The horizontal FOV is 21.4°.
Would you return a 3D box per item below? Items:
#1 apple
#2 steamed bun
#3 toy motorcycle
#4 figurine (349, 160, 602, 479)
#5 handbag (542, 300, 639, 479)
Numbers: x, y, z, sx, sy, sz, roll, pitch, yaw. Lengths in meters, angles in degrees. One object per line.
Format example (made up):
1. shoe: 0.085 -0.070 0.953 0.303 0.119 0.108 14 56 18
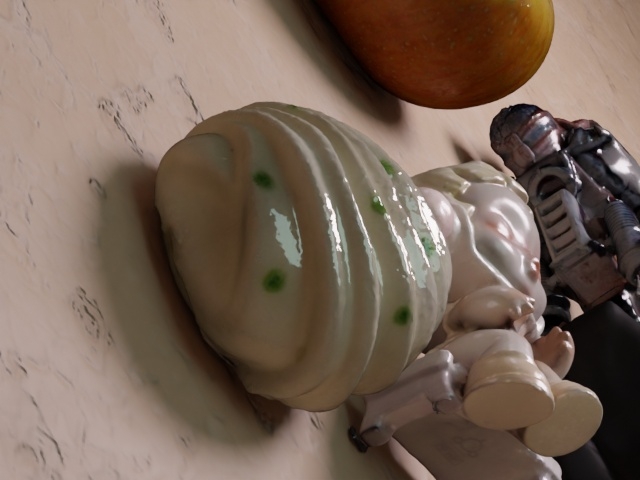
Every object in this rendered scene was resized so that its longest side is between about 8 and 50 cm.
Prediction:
1. apple: 0.083 -0.214 1.358 0.235 0.173 0.210 67 15 -5
2. steamed bun: 0.000 0.000 0.918 0.183 0.106 0.183 34 34 -27
3. toy motorcycle: 0.231 0.002 1.450 0.207 0.134 0.401 48 21 -27
4. figurine: 0.093 0.050 1.078 0.182 0.144 0.257 27 35 -21
5. handbag: 0.285 0.228 1.156 0.288 0.152 0.342 43 14 -33
